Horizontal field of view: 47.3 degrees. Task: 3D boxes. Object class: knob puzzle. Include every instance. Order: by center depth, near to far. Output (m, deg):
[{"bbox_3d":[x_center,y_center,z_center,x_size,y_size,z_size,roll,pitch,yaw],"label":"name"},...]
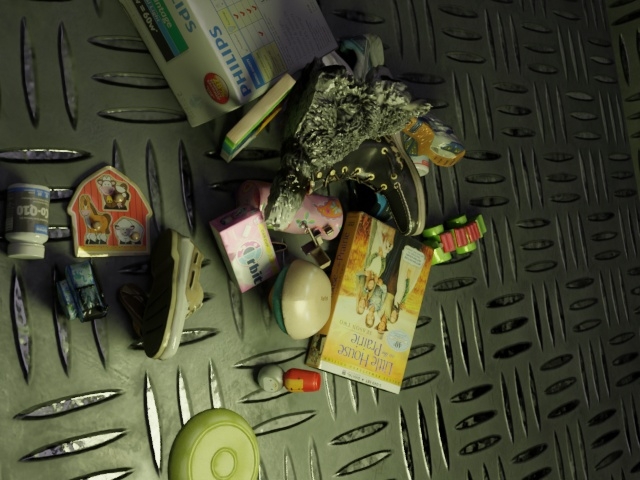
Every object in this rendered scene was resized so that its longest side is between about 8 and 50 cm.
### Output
[{"bbox_3d":[-0.438,-0.064,1.542,0.213,0.030,0.213,9,76,-40],"label":"knob puzzle"}]

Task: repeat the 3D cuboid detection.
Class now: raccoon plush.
[{"bbox_3d":[0.058,-0.208,1.695,0.299,0.216,0.447,19,94,-21],"label":"raccoon plush"}]

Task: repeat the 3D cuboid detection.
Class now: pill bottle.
[{"bbox_3d":[-0.560,-0.035,1.397,0.078,0.078,0.137,7,78,-41],"label":"pill bottle"},{"bbox_3d":[0.281,-0.278,2.183,0.087,0.087,0.160,14,73,-39],"label":"pill bottle"}]

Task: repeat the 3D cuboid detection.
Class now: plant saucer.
[{"bbox_3d":[-0.223,0.496,1.625,0.241,0.037,0.241,9,76,-40],"label":"plant saucer"}]

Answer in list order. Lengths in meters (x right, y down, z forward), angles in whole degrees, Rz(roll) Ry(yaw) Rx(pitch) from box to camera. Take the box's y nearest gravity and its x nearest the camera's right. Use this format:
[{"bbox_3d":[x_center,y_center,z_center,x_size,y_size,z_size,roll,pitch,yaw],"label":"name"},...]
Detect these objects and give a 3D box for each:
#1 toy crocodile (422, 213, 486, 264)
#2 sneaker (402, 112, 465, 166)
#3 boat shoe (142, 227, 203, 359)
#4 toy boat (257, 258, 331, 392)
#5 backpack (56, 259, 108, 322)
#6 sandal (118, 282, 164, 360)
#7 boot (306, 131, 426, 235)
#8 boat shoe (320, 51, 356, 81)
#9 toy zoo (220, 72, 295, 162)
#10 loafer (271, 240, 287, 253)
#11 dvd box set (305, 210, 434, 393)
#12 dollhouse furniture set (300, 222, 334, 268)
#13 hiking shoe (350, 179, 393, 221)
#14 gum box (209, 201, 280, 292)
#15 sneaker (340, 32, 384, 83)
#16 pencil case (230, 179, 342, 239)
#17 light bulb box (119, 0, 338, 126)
[{"bbox_3d":[0.411,-0.008,2.236,0.340,0.105,0.115,-20,96,-42],"label":"toy crocodile"},{"bbox_3d":[0.281,-0.308,2.073,0.296,0.112,0.131,21,40,-42],"label":"sneaker"},{"bbox_3d":[-0.298,0.116,1.539,0.103,0.113,0.302,29,47,-35],"label":"boat shoe"},{"bbox_3d":[-0.068,0.203,1.736,0.267,0.148,0.318,32,60,-74],"label":"toy boat"},{"bbox_3d":[-0.471,0.100,1.435,0.084,0.105,0.114,-14,82,-22],"label":"backpack"},{"bbox_3d":[-0.371,0.174,1.549,0.180,0.049,0.072,55,37,0],"label":"sandal"},{"bbox_3d":[0.090,-0.166,1.830,0.284,0.138,0.378,-16,89,-22],"label":"boot"},{"bbox_3d":[0.003,-0.467,1.970,0.096,0.098,0.277,-40,99,-38],"label":"boat shoe"},{"bbox_3d":[-0.151,-0.270,1.682,0.030,0.293,0.192,44,81,-5],"label":"toy zoo"},{"bbox_3d":[-0.138,0.017,1.787,0.125,0.039,0.045,-5,86,-42],"label":"loafer"},{"bbox_3d":[0.142,0.170,1.951,0.307,0.062,0.421,26,74,-36],"label":"dvd box set"},{"bbox_3d":[0.000,0.000,1.754,0.091,0.114,0.081,-30,132,-5],"label":"dollhouse furniture set"},{"bbox_3d":[0.139,-0.197,2.013,0.132,0.113,0.304,-11,89,-53],"label":"hiking shoe"},{"bbox_3d":[-0.173,0.012,1.676,0.107,0.062,0.188,-29,127,-18],"label":"gum box"},{"bbox_3d":[0.121,-0.444,2.081,0.122,0.110,0.283,-11,87,-24],"label":"sneaker"},{"bbox_3d":[-0.079,-0.073,1.810,0.284,0.124,0.124,8,77,-40],"label":"pencil case"},{"bbox_3d":[-0.208,-0.512,1.698,0.361,0.225,0.358,-40,109,-37],"label":"light bulb box"}]
